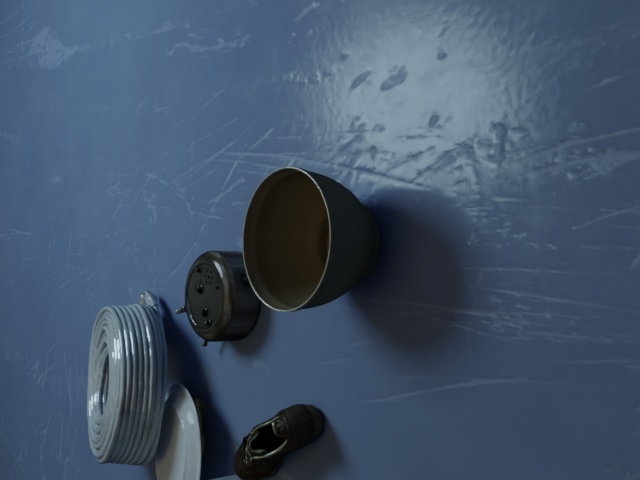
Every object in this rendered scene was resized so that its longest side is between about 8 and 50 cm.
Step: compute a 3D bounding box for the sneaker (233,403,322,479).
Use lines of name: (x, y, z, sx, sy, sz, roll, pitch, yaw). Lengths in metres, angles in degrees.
sneaker: (-0.076, 0.261, 0.973, 0.188, 0.071, 0.066, -46, 55, 38)

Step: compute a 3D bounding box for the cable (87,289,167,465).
cable: (-0.311, 0.227, 1.204, 0.257, 0.089, 0.257, 41, 120, 60)

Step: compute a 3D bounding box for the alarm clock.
alarm clock: (-0.133, 0.071, 1.063, 0.192, 0.064, 0.129, -32, 64, 41)

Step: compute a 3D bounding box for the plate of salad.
plate of salad: (-0.208, 0.317, 1.140, 0.200, 0.048, 0.199, -10, 78, 59)

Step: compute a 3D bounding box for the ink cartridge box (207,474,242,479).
ink cartridge box: (-0.117, 0.410, 0.970, 0.176, 0.127, 0.128, 29, 109, 47)

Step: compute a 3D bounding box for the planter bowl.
planter bowl: (0.000, 0.000, 0.867, 0.162, 0.109, 0.162, -3, 86, 51)
